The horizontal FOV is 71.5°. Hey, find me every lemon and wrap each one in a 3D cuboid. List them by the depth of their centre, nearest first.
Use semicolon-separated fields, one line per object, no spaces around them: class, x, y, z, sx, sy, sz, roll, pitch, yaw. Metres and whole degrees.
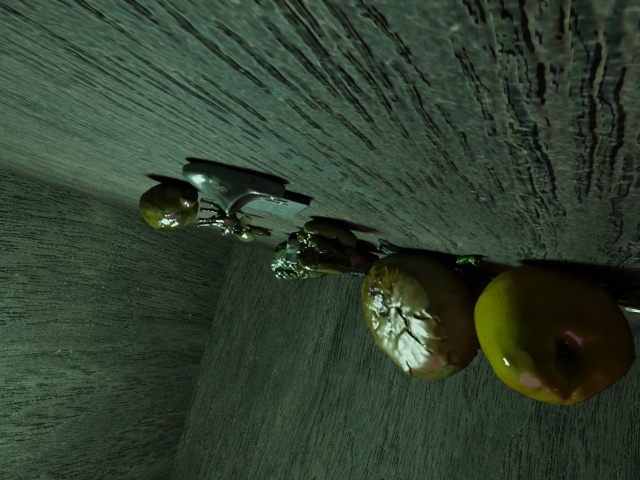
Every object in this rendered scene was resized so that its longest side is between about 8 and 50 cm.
lemon;0.487;0.180;1.442;0.170;0.169;0.207;19;173;-41

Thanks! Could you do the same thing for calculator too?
calculator;-0.115;-0.087;0.976;0.161;0.021;0.262;15;175;-9

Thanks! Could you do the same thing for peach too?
peach;0.486;0.188;0.968;0.289;0.288;0.308;14;-168;4

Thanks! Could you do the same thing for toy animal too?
toy animal;-0.290;-0.056;1.400;0.186;0.093;0.214;7;168;-13

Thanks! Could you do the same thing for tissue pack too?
tissue pack;0.052;0.054;1.541;0.245;0.123;0.332;6;175;24

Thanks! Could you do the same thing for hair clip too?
hair clip;0.192;0.019;1.275;0.039;0.030;0.115;-11;165;28

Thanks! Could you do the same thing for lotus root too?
lotus root;-0.384;-0.091;1.147;0.139;0.138;0.214;18;163;-36

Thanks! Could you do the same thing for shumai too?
shumai;-0.076;0.059;1.837;0.256;0.188;0.218;-2;-167;-2

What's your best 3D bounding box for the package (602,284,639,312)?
package;0.681;0.127;1.000;0.131;0.047;0.071;17;177;-17

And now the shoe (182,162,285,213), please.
shoe;-0.162;-0.087;0.799;0.195;0.078;0.079;9;175;8

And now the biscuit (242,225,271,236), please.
biscuit;-0.289;-0.044;1.851;0.205;0.031;0.138;11;174;34

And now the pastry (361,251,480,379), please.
pastry;0.304;0.214;1.343;0.245;0.409;0.410;-16;-168;-31

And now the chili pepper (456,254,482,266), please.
chili pepper;0.374;0.048;1.108;0.030;0.034;0.091;49;170;-8

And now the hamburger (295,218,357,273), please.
hamburger;0.016;0.012;1.161;0.159;0.131;0.185;6;-177;-12
